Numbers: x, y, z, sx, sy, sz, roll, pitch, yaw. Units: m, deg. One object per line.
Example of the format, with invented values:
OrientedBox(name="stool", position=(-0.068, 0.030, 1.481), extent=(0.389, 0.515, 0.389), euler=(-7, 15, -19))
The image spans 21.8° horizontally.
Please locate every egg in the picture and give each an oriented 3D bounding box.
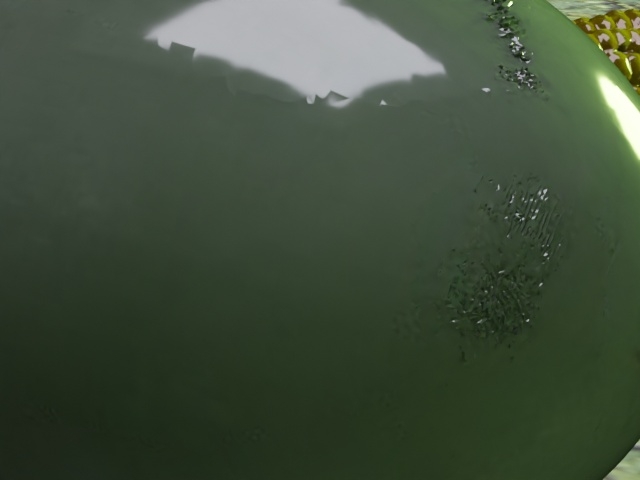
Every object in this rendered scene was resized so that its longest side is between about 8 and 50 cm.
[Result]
OrientedBox(name="egg", position=(-0.028, 0.001, 0.498), extent=(0.282, 0.203, 0.203), euler=(4, 15, 27))

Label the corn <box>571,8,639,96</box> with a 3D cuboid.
OrientedBox(name="corn", position=(0.233, -0.093, 1.046), extent=(0.363, 0.120, 0.120), euler=(-12, 18, -26))
